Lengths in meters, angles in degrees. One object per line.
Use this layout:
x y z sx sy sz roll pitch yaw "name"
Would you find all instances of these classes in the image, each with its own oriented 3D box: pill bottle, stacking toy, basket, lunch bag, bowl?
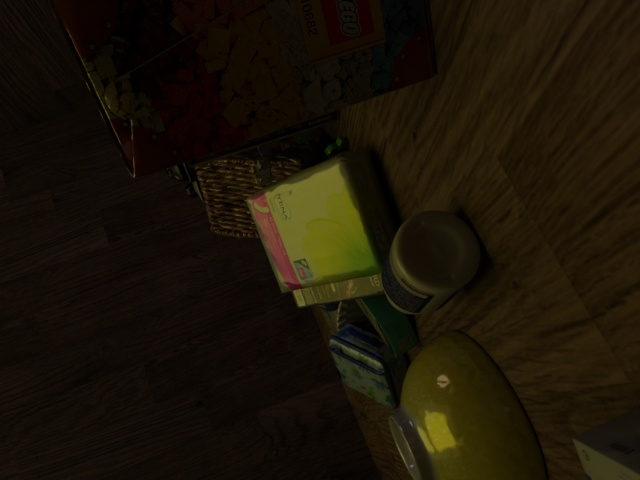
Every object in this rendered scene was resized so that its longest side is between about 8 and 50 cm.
0.145 0.043 0.727 0.187 0.112 0.112 95 153 -69 "pill bottle"
-0.072 -0.220 1.084 0.052 0.221 0.167 81 164 -54 "stacking toy"
-0.127 -0.147 1.264 0.213 0.299 0.223 -65 -28 -51 "basket"
0.122 0.314 1.308 0.219 0.090 0.176 17 131 47 "lunch bag"
0.204 0.307 0.826 0.289 0.156 0.289 159 90 -81 "bowl"

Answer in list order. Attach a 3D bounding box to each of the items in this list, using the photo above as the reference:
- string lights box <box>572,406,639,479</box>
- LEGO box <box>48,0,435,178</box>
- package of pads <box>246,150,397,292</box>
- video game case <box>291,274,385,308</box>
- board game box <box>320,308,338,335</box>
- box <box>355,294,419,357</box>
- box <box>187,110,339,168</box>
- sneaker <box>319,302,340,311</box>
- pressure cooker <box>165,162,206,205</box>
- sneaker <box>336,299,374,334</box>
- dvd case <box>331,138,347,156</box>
0.308 0.282 0.400 0.133 0.076 0.260 171 79 -81 "string lights box"
-0.129 -0.310 0.741 0.500 0.372 0.193 -125 16 -59 "LEGO box"
0.003 -0.033 1.012 0.296 0.101 0.229 -15 97 42 "package of pads"
0.015 0.040 1.114 0.274 0.026 0.196 -16 95 42 "video game case"
0.057 0.192 1.628 0.303 0.097 0.224 83 165 -51 "board game box"
0.129 0.147 1.161 0.100 0.060 0.244 62 175 -30 "box"
-0.158 -0.304 1.080 0.079 0.322 0.257 85 162 -54 "box"
0.027 0.055 1.360 0.112 0.131 0.296 -50 -51 -59 "sneaker"
-0.325 -0.310 1.739 0.370 0.420 0.375 92 157 -69 "pressure cooker"
0.099 0.237 1.449 0.115 0.105 0.281 -91 -4 -60 "sneaker"
0.081 -0.075 1.124 0.180 0.022 0.253 89 159 -62 "dvd case"
